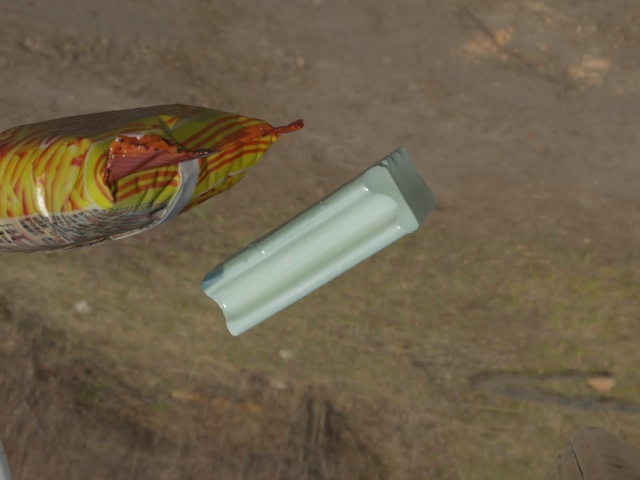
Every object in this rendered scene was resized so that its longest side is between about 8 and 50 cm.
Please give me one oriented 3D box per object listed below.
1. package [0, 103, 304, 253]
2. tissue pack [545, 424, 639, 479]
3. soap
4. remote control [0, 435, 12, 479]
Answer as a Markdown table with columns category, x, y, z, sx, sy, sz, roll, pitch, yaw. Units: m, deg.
| category | x | y | z | sx | sy | sz | roll | pitch | yaw |
| --- | --- | --- | --- | --- | --- | --- | --- | --- | --- |
| package | -0.181 | -0.051 | 0.891 | 0.288 | 0.108 | 0.223 | -2 | -164 | 35 |
| tissue pack | 0.176 | 0.165 | 0.443 | 0.170 | 0.071 | 0.325 | 31 | -175 | 9 |
| soap | 0.000 | 0.000 | 0.976 | 0.198 | 0.066 | 0.119 | -32 | -175 | 20 |
| remote control | -0.294 | 0.159 | 0.589 | 0.250 | 0.034 | 0.103 | -17 | 178 | -17 |
